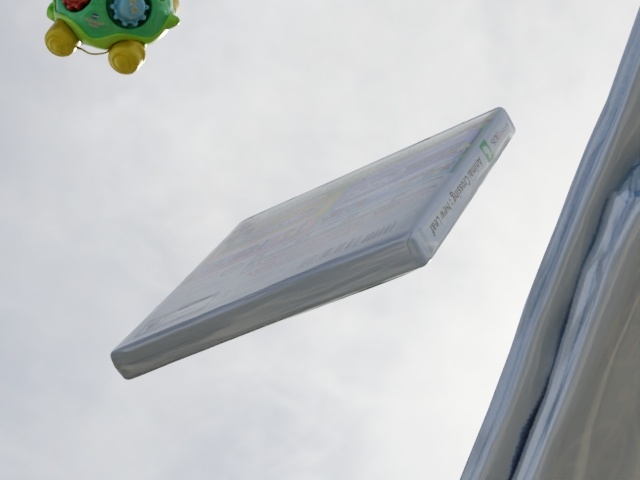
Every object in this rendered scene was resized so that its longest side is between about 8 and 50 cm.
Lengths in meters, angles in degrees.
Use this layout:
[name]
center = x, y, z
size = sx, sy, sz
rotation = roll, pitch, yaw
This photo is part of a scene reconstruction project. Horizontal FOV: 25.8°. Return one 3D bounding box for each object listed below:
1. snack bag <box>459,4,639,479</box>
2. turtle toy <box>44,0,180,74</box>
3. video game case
[snack bag]
center = 0.216, -0.011, 0.515
size = 0.323, 0.037, 0.342
rotation = 4, -69, -34
[turtle toy]
center = -0.163, -0.179, 1.009
size = 0.130, 0.095, 0.066
rotation = 16, -47, 6
[video game case]
center = 0.000, 0.000, 0.830
size = 0.212, 0.193, 0.023
rotation = -23, -76, 30
